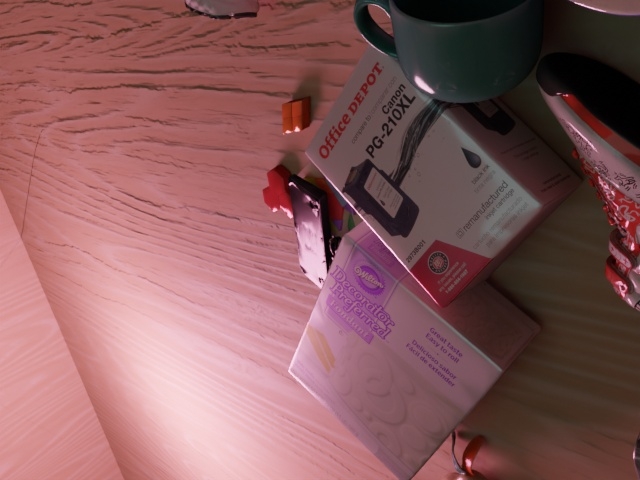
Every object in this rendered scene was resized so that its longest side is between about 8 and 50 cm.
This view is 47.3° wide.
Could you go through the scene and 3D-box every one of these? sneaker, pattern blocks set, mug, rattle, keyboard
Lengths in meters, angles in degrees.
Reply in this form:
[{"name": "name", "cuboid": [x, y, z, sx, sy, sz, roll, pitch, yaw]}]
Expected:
[{"name": "sneaker", "cuboid": [-0.177, -0.371, 0.969, 0.272, 0.100, 0.108, 28, 121, 34]}, {"name": "pattern blocks set", "cuboid": [0.034, -0.068, 0.972, 0.285, 0.026, 0.324, 48, 144, 17]}, {"name": "mug", "cuboid": [0.124, -0.191, 0.660, 0.158, 0.129, 0.097, 43, 159, 42]}, {"name": "rattle", "cuboid": [0.183, 0.382, 1.027, 0.130, 0.143, 0.199, 48, 156, 51]}, {"name": "sneaker", "cuboid": [0.268, -0.034, 0.635, 0.270, 0.090, 0.145, 44, 141, 18]}, {"name": "keyboard", "cuboid": [0.000, 0.000, 1.027, 0.108, 0.023, 0.180, 39, 148, 41]}]

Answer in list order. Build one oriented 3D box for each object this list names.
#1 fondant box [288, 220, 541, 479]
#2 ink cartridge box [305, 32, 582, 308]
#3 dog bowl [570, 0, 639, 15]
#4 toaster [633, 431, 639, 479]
[{"name": "fondant box", "cuboid": [0.100, 0.145, 0.956, 0.238, 0.096, 0.330, 41, 140, 18]}, {"name": "ink cartridge box", "cuboid": [0.117, -0.079, 0.765, 0.237, 0.100, 0.172, 49, 133, 16]}, {"name": "dog bowl", "cuboid": [0.229, -0.280, 0.454, 0.265, 0.104, 0.264, 35, 136, 43]}, {"name": "toaster", "cuboid": [0.334, 0.178, 0.554, 0.110, 0.186, 0.168, 2, 129, 49]}]
